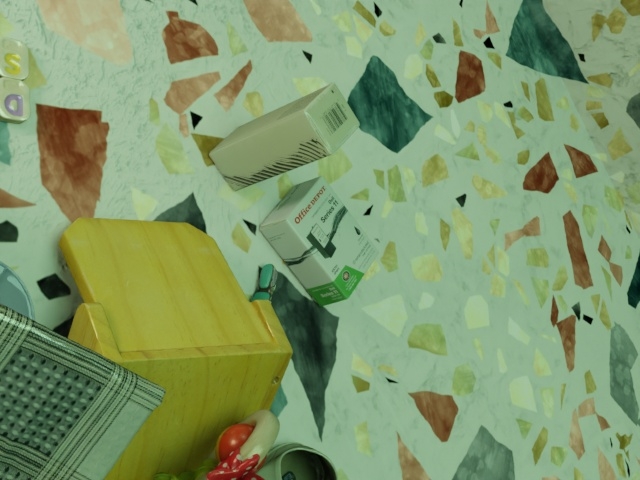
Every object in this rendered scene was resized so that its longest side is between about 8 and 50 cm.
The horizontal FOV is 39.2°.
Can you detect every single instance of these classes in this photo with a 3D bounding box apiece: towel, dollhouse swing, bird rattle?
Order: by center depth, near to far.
[{"bbox_3d":[-0.423,0.263,1.206,0.312,0.056,0.324,35,99,-31],"label":"towel"},{"bbox_3d":[-0.141,0.336,1.367,0.143,0.253,0.207,39,55,-3],"label":"bird rattle"},{"bbox_3d":[-0.285,0.173,1.484,0.346,0.305,0.315,2,119,-43],"label":"dollhouse swing"}]

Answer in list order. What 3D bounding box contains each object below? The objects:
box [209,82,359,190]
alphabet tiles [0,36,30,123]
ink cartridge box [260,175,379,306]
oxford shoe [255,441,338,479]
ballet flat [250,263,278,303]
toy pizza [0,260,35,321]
[{"bbox_3d":[-0.069,-0.183,1.632,0.094,0.275,0.113,56,49,-16],"label":"box"},{"bbox_3d":[-0.577,-0.266,1.360,0.284,0.021,0.278,6,75,-42],"label":"alphabet tiles"},{"bbox_3d":[0.000,0.000,1.777,0.208,0.087,0.153,52,49,-19],"label":"ink cartridge box"},{"bbox_3d":[-0.123,0.488,1.492,0.449,0.130,0.169,-39,102,-42],"label":"oxford shoe"},{"bbox_3d":[-0.103,0.100,1.690,0.041,0.041,0.114,34,58,-31],"label":"ballet flat"},{"bbox_3d":[-0.504,0.116,1.281,0.201,0.032,0.201,12,72,-42],"label":"toy pizza"}]
